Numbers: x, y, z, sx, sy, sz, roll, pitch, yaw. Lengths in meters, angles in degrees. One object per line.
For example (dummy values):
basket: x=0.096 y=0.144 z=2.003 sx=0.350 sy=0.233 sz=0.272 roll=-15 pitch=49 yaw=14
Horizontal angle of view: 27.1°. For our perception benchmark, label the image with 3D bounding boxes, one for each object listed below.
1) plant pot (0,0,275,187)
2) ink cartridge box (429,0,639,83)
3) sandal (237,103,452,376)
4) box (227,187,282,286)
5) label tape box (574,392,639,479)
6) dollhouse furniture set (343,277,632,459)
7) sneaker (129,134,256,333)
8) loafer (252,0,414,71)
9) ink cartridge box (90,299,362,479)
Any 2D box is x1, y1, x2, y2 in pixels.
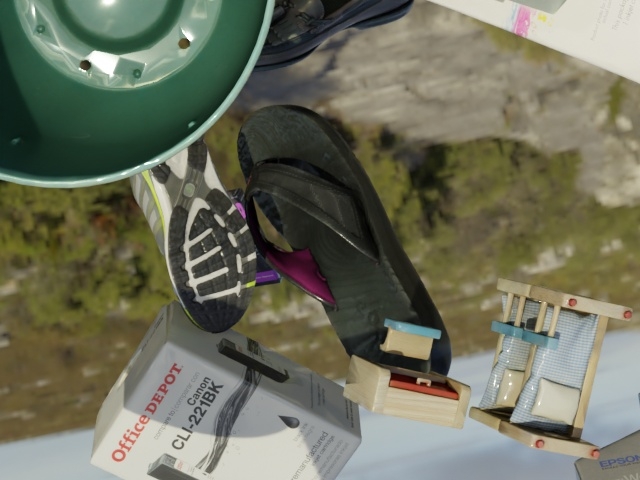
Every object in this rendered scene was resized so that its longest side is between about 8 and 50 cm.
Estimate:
plant pot: x=-0.169 y=-0.196 z=0.983 sx=0.293 sy=0.293 sz=0.235 roll=-13 pitch=-172 yaw=4
ink cartridge box: x=0.219 y=-0.237 z=1.135 sx=0.353 sy=0.119 sz=0.207 roll=28 pitch=-155 yaw=28
sandal: x=0.002 y=-0.001 z=1.567 sx=0.107 sy=0.446 sz=0.167 roll=-4 pitch=139 yaw=-39
box: x=-0.137 y=0.002 z=1.964 sx=0.116 sy=0.162 sz=0.029 roll=-10 pitch=-146 yaw=24
label tape box: x=0.336 y=0.349 z=1.374 sx=0.105 sy=0.241 sz=0.334 roll=-11 pitch=-157 yaw=2
dollhouse furniture set: x=0.137 y=0.094 z=1.100 sx=0.183 sy=0.129 sz=0.129 roll=12 pitch=180 yaw=-18
sneaker: x=-0.161 y=-0.034 z=1.583 sx=0.111 sy=0.300 sz=0.121 roll=-15 pitch=176 yaw=-19
loafer: x=-0.003 y=-0.274 z=1.504 sx=0.267 sy=0.096 sz=0.084 roll=-24 pitch=157 yaw=-26
ink cartridge box: x=-0.116 y=0.227 z=1.619 sx=0.272 sy=0.197 sz=0.114 roll=29 pitch=-160 yaw=-13
